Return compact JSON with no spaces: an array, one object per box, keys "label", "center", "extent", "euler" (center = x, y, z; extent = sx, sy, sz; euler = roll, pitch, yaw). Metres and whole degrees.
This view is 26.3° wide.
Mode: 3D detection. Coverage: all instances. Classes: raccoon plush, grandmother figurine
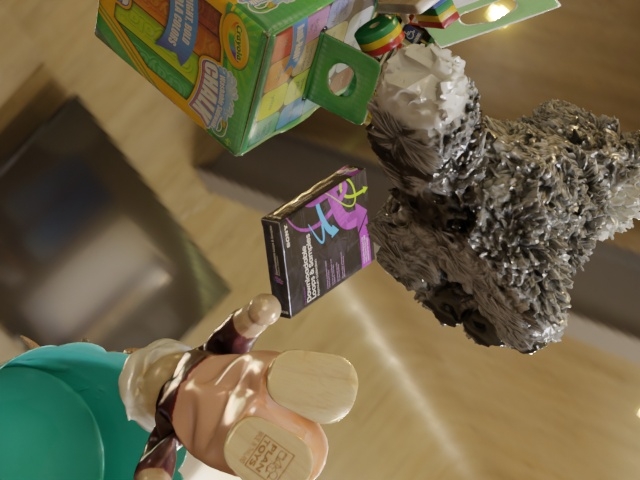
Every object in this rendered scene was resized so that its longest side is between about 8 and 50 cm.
[{"label":"raccoon plush","center":[0.215,-0.090,1.282],"extent":[0.216,0.299,0.446],"euler":[35,-21,18]},{"label":"grandmother figurine","center":[-0.093,0.143,1.173],"extent":[0.104,0.208,0.342],"euler":[45,-15,-17]}]

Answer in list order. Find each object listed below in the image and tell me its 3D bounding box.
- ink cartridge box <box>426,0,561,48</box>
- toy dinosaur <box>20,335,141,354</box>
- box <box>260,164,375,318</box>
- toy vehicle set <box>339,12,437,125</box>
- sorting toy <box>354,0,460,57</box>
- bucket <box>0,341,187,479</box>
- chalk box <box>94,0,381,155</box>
[{"label":"ink cartridge box","center":[0.159,-0.336,1.607],"extent":[0.171,0.056,0.235],"euler":[-16,-35,29]},{"label":"toy dinosaur","center":[-0.247,0.193,1.807],"extent":[0.295,0.127,0.200],"euler":[9,1,9]},{"label":"box","center":[0.000,0.000,1.492],"extent":[0.029,0.162,0.116],"euler":[12,-59,36]},{"label":"toy vehicle set","center":[0.095,-0.307,2.171],"extent":[0.166,0.035,0.267],"euler":[36,-46,6]},{"label":"sorting toy","center":[0.128,-0.268,1.424],"extent":[0.132,0.274,0.046],"euler":[19,-36,59]},{"label":"bucket","center":[-0.310,0.253,1.544],"extent":[0.281,0.281,0.183],"euler":[45,-30,-19]},{"label":"chalk box","center":[-0.065,-0.222,1.392],"extent":[0.289,0.179,0.180],"euler":[41,-38,19]}]
